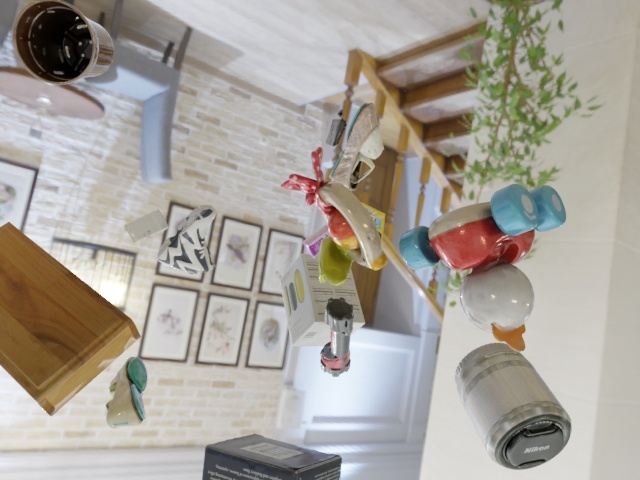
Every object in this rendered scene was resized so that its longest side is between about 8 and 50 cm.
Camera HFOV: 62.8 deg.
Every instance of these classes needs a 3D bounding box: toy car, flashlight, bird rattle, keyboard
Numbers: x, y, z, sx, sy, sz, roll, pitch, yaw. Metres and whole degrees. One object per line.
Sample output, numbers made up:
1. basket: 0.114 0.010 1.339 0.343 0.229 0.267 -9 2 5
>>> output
1. toy car: 0.286 0.060 0.848 0.210 0.238 0.219 -4 164 -45
2. flashlight: 0.047 0.288 1.568 0.103 0.103 0.304 2 134 3
3. bird rattle: 0.044 -0.044 0.947 0.143 0.254 0.207 -25 -158 -19
4. keyboard: 0.049 -0.323 1.500 0.023 0.108 0.180 15 -169 -10

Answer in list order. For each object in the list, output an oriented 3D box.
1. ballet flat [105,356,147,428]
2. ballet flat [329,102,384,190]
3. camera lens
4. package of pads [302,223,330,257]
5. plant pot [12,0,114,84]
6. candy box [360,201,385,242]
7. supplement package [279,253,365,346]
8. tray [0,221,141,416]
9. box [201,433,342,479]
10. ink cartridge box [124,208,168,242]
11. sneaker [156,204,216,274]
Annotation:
1. ballet flat: -0.436 0.337 1.166 0.086 0.086 0.248 12 -172 -19
2. ballet flat: 0.119 -0.255 1.492 0.106 0.107 0.316 38 148 9
3. camera lens: 0.498 0.433 1.376 0.219 0.220 0.274 12 -152 -18
4. package of pads: 0.000 0.000 1.308 0.032 0.083 0.050 33 156 55
5. plant pot: -0.544 -0.425 1.145 0.166 0.167 0.165 10 -165 -3
6. candy box: 0.133 -0.055 1.591 0.027 0.105 0.205 0 170 36
7. supplement package: 0.000 0.214 1.850 0.197 0.263 0.199 6 144 -29
8. tray: -0.572 0.132 1.022 0.410 0.203 0.076 30 145 23
9. box: -0.132 0.722 1.297 0.293 0.396 0.211 0 170 33
10. ink cartridge box: -0.519 -0.041 1.560 0.115 0.063 0.029 -31 -177 -32
11. sneaker: -0.338 0.013 1.492 0.153 0.235 0.094 37 -162 -27
